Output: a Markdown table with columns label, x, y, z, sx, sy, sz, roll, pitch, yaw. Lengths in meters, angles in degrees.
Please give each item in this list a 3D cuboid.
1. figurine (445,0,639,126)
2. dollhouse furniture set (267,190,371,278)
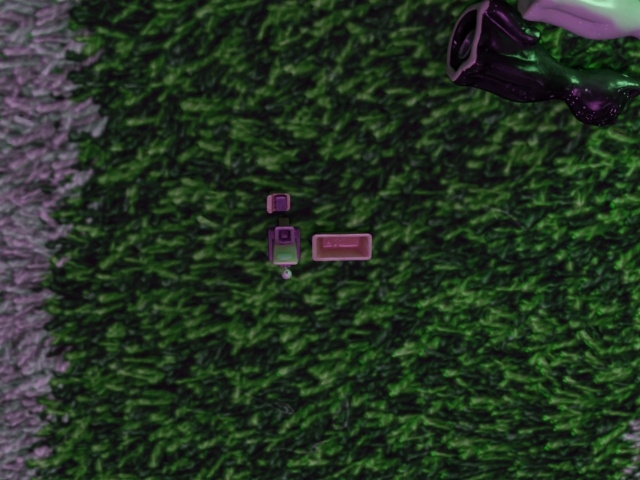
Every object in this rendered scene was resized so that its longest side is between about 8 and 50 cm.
| label | x | y | z | sx | sy | sz | roll | pitch | yaw |
| --- | --- | --- | --- | --- | --- | --- | --- | --- | --- |
| figurine | 0.269 | -0.200 | 1.767 | 0.209 | 0.092 | 0.215 | 20 | 147 | -21 |
| dollhouse furniture set | 0.000 | 0.000 | 1.896 | 0.114 | 0.081 | 0.091 | -1 | 118 | -2 |
